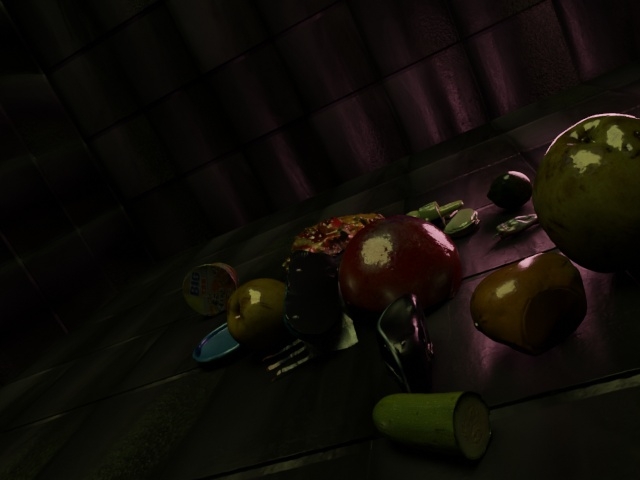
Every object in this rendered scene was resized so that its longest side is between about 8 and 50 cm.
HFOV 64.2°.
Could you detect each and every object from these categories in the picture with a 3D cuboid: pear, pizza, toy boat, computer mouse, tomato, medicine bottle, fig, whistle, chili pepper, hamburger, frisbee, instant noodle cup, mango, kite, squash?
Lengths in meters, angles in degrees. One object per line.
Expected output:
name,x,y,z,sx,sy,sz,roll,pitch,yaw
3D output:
pear,-0.148,0.199,1.394,0.209,0.208,0.209,-25,14,7
pizza,0.000,0.000,1.992,0.440,0.130,0.406,-14,16,40
toy boat,-0.028,0.154,1.311,0.134,0.092,0.298,11,39,-7
computer mouse,0.157,0.197,0.976,0.097,0.137,0.233,-18,17,19
tomato,0.206,0.040,1.282,0.335,0.176,0.290,-20,26,-20
medicine bottle,0.054,0.166,1.413,0.119,0.069,0.183,-14,20,30
fig,0.565,-0.143,1.572,0.117,0.117,0.177,-33,-1,-24
whistle,0.368,-0.078,1.706,0.228,0.085,0.105,-23,15,18
chili pepper,0.532,-0.040,1.375,0.153,0.041,0.050,-23,56,10
pear,0.574,-0.099,1.009,0.304,0.303,0.304,-25,14,7
hamburger,0.440,-0.049,1.553,0.121,0.054,0.084,-37,22,-28
frisbee,-0.271,0.302,1.543,0.242,0.045,0.242,-24,13,6
instant noodle cup,-0.407,0.179,1.969,0.205,0.204,0.153,-25,4,6
mango,0.379,0.101,0.944,0.236,0.136,0.166,-26,10,-20
kite,-0.029,0.257,1.259,0.245,0.015,0.141,-31,38,-3
squash,0.160,0.280,0.793,0.188,0.095,0.095,-17,16,48

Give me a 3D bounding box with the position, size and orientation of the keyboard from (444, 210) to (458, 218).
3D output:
keyboard,0.421,-0.087,1.793,0.049,0.015,0.129,-40,19,-28
